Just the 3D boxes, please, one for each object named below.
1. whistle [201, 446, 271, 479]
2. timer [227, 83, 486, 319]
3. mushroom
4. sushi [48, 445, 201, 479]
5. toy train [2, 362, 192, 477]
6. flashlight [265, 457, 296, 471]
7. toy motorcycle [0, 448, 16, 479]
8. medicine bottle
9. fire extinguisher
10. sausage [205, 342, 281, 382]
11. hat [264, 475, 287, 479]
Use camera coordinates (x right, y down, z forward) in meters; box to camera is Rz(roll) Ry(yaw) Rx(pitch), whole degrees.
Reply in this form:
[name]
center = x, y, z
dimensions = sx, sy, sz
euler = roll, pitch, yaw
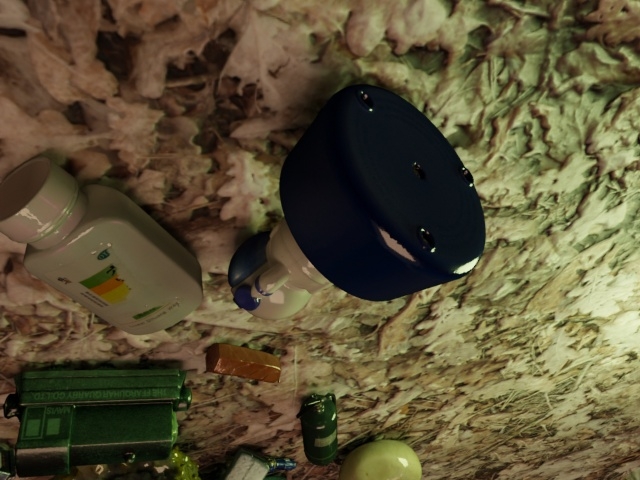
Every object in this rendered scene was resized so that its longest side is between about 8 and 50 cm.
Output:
[whistle]
center = -0.254, 0.672, 1.443
dimensions = 0.163, 0.163, 0.289
euler = 37, 85, -41
[timer]
center = 0.000, 0.000, 0.761
dimensions = 0.270, 0.270, 0.384
euler = 22, 139, -34
[mushroom]
center = 0.177, 0.680, 1.529
dimensions = 0.246, 0.202, 0.246
euler = -9, 126, -12
[sushi]
center = -0.439, 0.631, 1.184
dimensions = 0.397, 0.351, 0.240
euler = -19, 153, -3
[toy train]
center = -0.406, 0.332, 0.999
dimensions = 0.331, 0.178, 0.138
euler = 4, 133, -20
[flashlight]
center = -0.116, 0.617, 1.490
dimensions = 0.121, 0.057, 0.035
euler = 18, 89, -39
[toy motorcycle]
center = -0.806, 0.566, 1.084
dimensions = 0.358, 0.125, 0.213
euler = -50, 129, -1
[medicine bottle]
center = -0.302, 0.018, 0.755
dimensions = 0.161, 0.111, 0.296
euler = -26, 136, 10
[fire extinguisher]
center = -0.003, 0.440, 1.304
dimensions = 0.118, 0.093, 0.294
euler = -30, 142, -24
[sausage]
center = -0.142, 0.248, 1.077
dimensions = 0.169, 0.065, 0.065
euler = 21, 126, -34
[hat]
center = -0.183, 0.738, 1.561
dimensions = 0.191, 0.077, 0.138
euler = 8, 134, -24
